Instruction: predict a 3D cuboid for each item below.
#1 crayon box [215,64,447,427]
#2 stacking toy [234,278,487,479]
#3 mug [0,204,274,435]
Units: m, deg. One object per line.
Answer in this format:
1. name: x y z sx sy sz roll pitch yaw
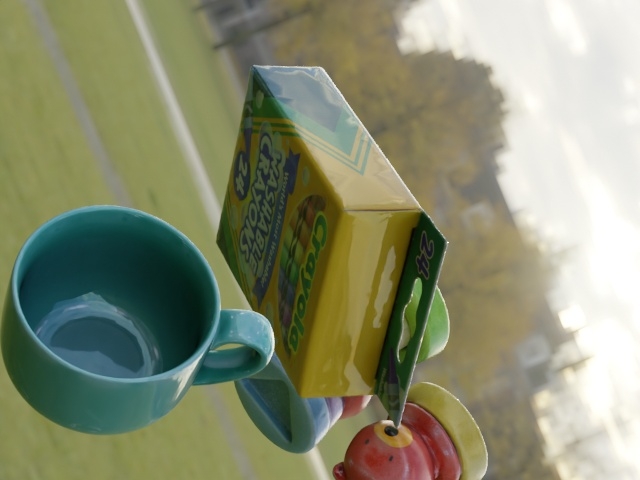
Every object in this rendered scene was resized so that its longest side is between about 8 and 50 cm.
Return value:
1. crayon box: 0.000 0.000 1.807 0.323 0.083 0.203 -123 -141 -51
2. stacking toy: 0.010 0.133 2.026 0.309 0.130 0.279 23 -46 44
3. mug: -0.125 0.065 1.229 0.158 0.129 0.097 38 -36 9
